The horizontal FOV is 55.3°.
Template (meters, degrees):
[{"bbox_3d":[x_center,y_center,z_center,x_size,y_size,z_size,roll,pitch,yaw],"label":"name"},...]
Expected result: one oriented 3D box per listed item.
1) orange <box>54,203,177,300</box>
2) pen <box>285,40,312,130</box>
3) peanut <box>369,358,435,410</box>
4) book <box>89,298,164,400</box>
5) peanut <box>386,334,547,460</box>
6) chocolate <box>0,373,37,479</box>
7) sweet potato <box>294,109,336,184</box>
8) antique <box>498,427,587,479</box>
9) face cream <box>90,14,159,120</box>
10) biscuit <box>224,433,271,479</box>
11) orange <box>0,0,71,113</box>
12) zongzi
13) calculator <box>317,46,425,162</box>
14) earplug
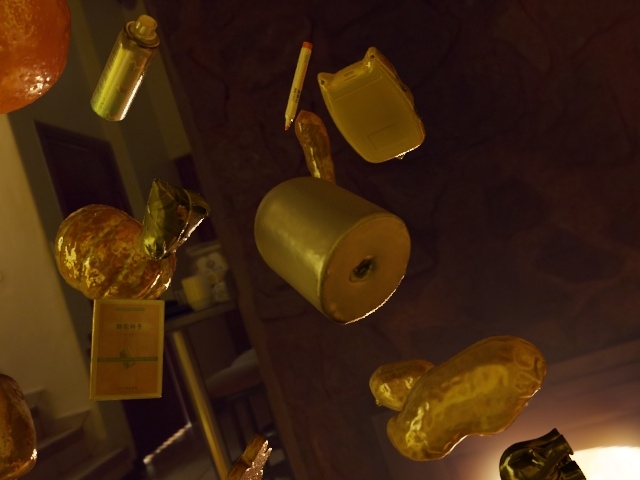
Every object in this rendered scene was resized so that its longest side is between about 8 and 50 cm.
[{"bbox_3d":[-0.555,0.048,1.651,0.329,0.249,0.329,24,-6,3],"label":"orange"},{"bbox_3d":[-0.056,-0.368,1.462,0.026,0.218,0.026,14,-2,0],"label":"pen"},{"bbox_3d":[0.226,0.378,1.600,0.224,0.129,0.129,-25,-6,35],"label":"peanut"},{"bbox_3d":[-0.470,0.264,1.494,0.170,0.241,0.018,3,-11,-24],"label":"book"},{"bbox_3d":[0.320,0.351,1.349,0.387,0.192,0.169,-34,10,10],"label":"peanut"},{"bbox_3d":[-0.720,0.420,1.420,0.083,0.261,0.161,-22,-15,-4],"label":"chocolate"},{"bbox_3d":[-0.004,-0.258,1.865,0.097,0.291,0.097,-19,6,2],"label":"sweet potato"},{"bbox_3d":[0.714,0.761,2.007,0.255,0.322,0.185,-32,31,4],"label":"antique"},{"bbox_3d":[-0.375,-0.334,1.183,0.075,0.075,0.229,-15,-23,-46],"label":"face cream"},{"bbox_3d":[-0.152,0.465,1.154,0.180,0.039,0.236,-50,-22,-47],"label":"biscuit"},{"bbox_3d":[-0.570,-0.342,0.931,0.341,0.340,0.293,-20,28,38],"label":"orange"},{"bbox_3d":[-0.207,-0.024,0.766,0.109,0.055,0.119,-49,-21,6],"label":"zongzi"},{"bbox_3d":[0.103,-0.239,1.155,0.157,0.236,0.033,-22,38,24],"label":"calculator"},{"bbox_3d":[0.000,0.000,1.659,0.313,0.312,0.394,-16,34,-36],"label":"earplug"}]
